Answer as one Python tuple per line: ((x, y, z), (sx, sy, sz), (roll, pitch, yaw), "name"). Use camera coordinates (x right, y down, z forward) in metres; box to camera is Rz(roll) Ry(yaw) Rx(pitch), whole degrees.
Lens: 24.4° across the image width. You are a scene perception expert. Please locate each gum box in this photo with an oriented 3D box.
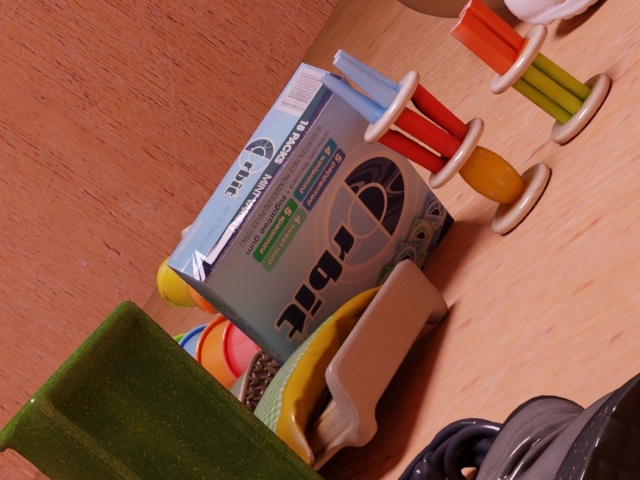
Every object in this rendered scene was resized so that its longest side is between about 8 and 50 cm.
((0.000, 0.000, 0.976), (0.041, 0.184, 0.157), (24, 76, 39), "gum box")

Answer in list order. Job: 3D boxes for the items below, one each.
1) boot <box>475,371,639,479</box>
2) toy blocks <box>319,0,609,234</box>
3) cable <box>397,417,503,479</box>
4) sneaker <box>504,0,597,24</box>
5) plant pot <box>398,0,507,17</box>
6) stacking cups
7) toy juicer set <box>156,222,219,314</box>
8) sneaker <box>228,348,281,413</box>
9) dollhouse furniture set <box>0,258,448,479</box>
((0.048, 0.148, 0.471), (0.246, 0.083, 0.161), (-51, 1, -19), "boot")
((0.086, -0.094, 0.908), (0.123, 0.148, 0.054), (-56, 9, -6), "toy blocks")
((0.030, 0.140, 0.646), (0.150, 0.047, 0.184), (-58, 7, -9), "cable")
((0.188, -0.247, 1.050), (0.232, 0.115, 0.090), (-45, 13, 48), "sneaker")
((0.121, -0.311, 1.310), (0.284, 0.284, 0.191), (-63, -23, -44), "plant pot")
((-0.084, 0.109, 1.257), (0.096, 0.096, 0.316), (-58, 10, -21), "stacking cups")
((-0.045, 0.006, 1.345), (0.209, 0.089, 0.329), (-31, 11, 0), "toy juicer set")
((-0.066, 0.168, 1.053), (0.086, 0.064, 0.192), (-58, 4, 46), "sneaker")
((-0.073, 0.109, 0.853), (0.197, 0.151, 0.301), (-49, 2, 37), "dollhouse furniture set")
